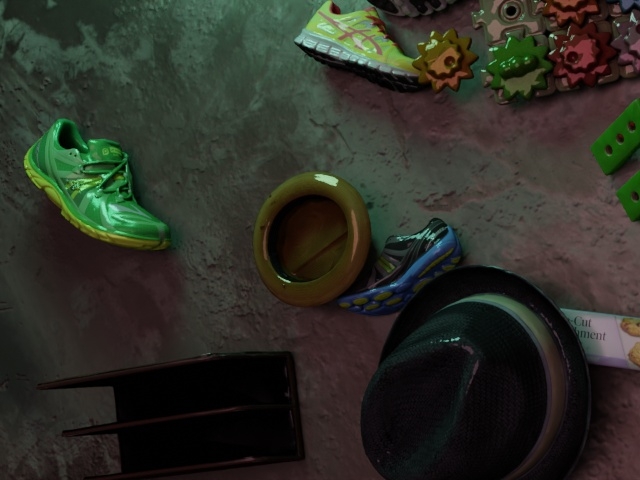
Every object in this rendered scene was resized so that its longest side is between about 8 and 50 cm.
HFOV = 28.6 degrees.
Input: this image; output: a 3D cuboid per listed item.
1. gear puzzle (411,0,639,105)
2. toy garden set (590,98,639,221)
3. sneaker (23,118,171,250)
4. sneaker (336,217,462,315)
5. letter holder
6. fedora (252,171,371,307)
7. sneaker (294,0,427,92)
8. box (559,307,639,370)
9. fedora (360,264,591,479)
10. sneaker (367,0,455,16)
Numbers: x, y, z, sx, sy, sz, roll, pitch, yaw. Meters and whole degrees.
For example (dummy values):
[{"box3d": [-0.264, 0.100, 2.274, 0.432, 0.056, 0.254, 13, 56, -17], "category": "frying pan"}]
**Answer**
[{"box3d": [0.274, -0.266, 1.575, 0.339, 0.044, 0.175, -11, 79, 18], "category": "gear puzzle"}, {"box3d": [0.437, -0.064, 1.447, 0.244, 0.049, 0.204, 65, 150, 19], "category": "toy garden set"}, {"box3d": [-0.329, -0.084, 1.864, 0.295, 0.109, 0.123, 37, 106, 26], "category": "sneaker"}, {"box3d": [0.102, 0.037, 1.656, 0.188, 0.067, 0.078, -36, 48, 22], "category": "sneaker"}, {"box3d": [-0.210, 0.243, 1.703, 0.302, 0.214, 0.152, -12, 79, 26], "category": "letter holder"}, {"box3d": [0.000, 0.000, 1.697, 0.194, 0.079, 0.194, -2, 86, 34], "category": "fedora"}, {"box3d": [0.066, -0.269, 1.695, 0.208, 0.081, 0.094, 26, 86, 24], "category": "sneaker"}, {"box3d": [0.398, 0.126, 1.480, 0.324, 0.063, 0.067, 7, 87, 29], "category": "box"}, {"box3d": [0.157, 0.196, 1.506, 0.334, 0.152, 0.334, 7, 100, 40], "category": "fedora"}, {"box3d": [0.174, -0.388, 1.647, 0.292, 0.110, 0.118, -19, 37, 37], "category": "sneaker"}]
